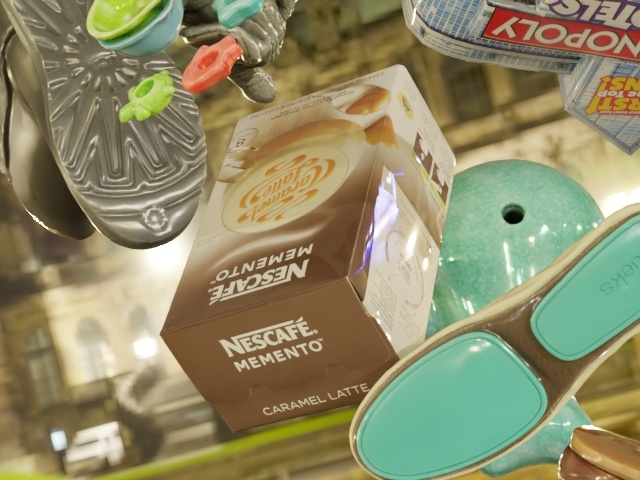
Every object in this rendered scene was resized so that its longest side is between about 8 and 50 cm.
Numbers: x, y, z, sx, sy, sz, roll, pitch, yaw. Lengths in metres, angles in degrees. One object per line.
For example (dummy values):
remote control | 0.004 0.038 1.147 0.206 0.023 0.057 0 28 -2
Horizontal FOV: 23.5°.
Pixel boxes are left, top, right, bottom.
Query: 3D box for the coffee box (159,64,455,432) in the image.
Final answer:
coffee box | 0.000 0.000 1.053 0.141 0.098 0.246 -18 33 23

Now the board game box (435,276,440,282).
board game box | 0.014 0.054 1.181 0.133 0.033 0.168 -12 8 -21

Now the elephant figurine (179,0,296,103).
elephant figurine | -0.098 -0.255 1.687 0.169 0.239 0.186 -53 19 12

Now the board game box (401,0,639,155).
board game box | 0.149 -0.126 0.802 0.194 0.060 0.194 5 -34 -12

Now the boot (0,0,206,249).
boot | -0.265 -0.093 1.673 0.146 0.367 0.445 -16 -16 -22

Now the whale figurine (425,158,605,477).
whale figurine | 0.163 0.054 1.270 0.216 0.272 0.141 -4 -30 2

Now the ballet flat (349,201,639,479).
ballet flat | 0.127 0.062 0.922 0.248 0.086 0.086 -35 -10 15

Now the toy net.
toy net | -0.047 -0.169 0.984 0.232 0.122 0.045 -30 -52 18

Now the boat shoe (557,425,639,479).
boat shoe | 0.208 0.168 1.001 0.073 0.073 0.207 35 10 37
